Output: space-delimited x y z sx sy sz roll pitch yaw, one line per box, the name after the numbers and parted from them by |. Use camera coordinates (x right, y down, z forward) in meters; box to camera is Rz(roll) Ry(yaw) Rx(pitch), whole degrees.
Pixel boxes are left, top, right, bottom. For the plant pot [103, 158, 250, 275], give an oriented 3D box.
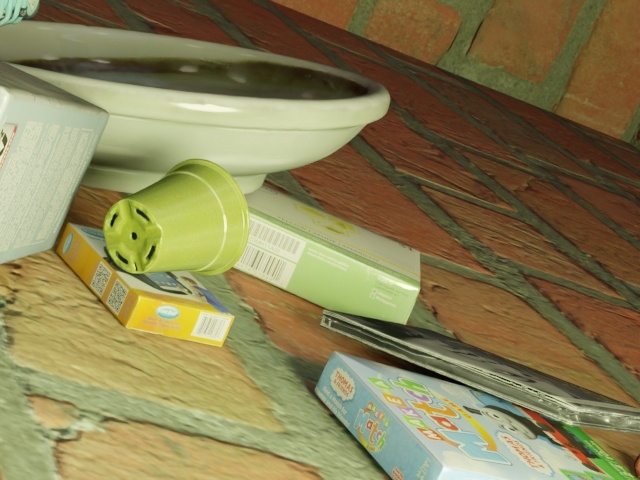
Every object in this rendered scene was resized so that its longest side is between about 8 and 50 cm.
-0.105 -0.009 1.183 0.083 0.083 0.079 31 27 25 | plant pot

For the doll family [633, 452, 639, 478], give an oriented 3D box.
0.326 0.182 1.326 0.193 0.076 0.111 9 24 -41 | doll family

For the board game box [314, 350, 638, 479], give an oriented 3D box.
0.120 0.146 1.159 0.211 0.039 0.160 16 15 -32 | board game box

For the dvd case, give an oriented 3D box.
0.130 0.099 1.299 0.221 0.018 0.164 20 3 34 | dvd case

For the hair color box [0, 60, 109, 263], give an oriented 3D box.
-0.254 -0.071 1.040 0.185 0.113 0.374 24 2 0 | hair color box

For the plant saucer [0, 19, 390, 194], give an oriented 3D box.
-0.145 -0.105 1.424 0.400 0.100 0.400 7 11 -1 | plant saucer

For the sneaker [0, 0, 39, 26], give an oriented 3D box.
-0.270 -0.213 1.331 0.122 0.110 0.283 10 7 -17 | sneaker

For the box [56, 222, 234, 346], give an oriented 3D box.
-0.127 0.026 1.210 0.081 0.028 0.136 14 18 -39 | box

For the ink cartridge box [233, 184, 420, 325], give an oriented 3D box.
0.000 0.000 1.501 0.171 0.056 0.235 24 15 -3 | ink cartridge box
